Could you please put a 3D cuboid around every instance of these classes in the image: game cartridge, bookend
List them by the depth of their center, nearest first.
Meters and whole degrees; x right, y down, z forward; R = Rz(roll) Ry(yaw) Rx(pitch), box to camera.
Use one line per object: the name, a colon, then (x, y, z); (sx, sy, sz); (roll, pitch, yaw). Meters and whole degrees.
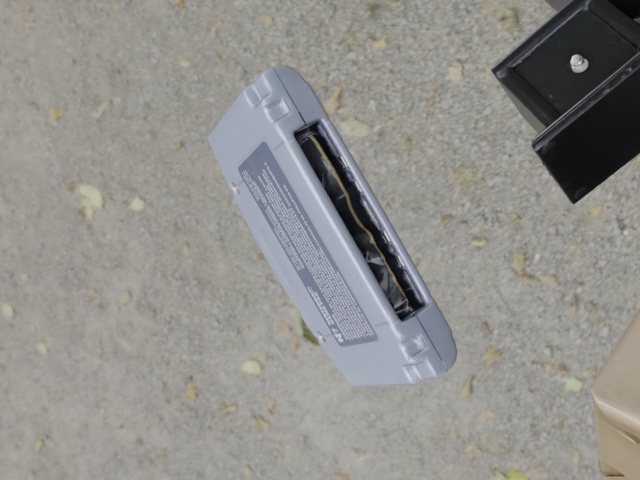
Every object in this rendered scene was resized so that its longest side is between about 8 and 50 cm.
bookend: (0.162, -0.135, 0.502); (0.156, 0.072, 0.157); (-40, 50, 12)
game cartridge: (0.000, 0.000, 0.771); (0.294, 0.060, 0.196); (60, 153, -1)

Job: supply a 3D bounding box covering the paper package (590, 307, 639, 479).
paper package: (0.436, 0.111, 0.694); (0.309, 0.325, 0.168); (27, 156, 35)
